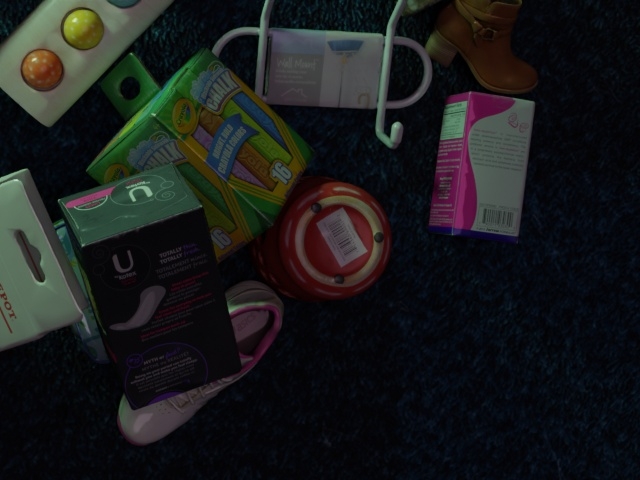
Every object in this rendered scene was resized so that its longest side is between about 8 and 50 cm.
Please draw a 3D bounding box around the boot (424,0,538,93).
[{"bbox_3d":[0.272,-0.310,2.012,0.197,0.152,0.073,17,46,-15],"label":"boot"}]

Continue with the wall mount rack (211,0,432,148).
[{"bbox_3d":[0.023,-0.289,1.928,0.350,0.130,0.304,0,109,-17],"label":"wall mount rack"}]

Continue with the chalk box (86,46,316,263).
[{"bbox_3d":[-0.187,-0.131,1.838,0.289,0.180,0.179,42,44,-14],"label":"chalk box"}]

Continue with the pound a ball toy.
[{"bbox_3d":[-0.368,-0.306,1.800,0.319,0.136,0.208,-44,108,6],"label":"pound a ball toy"}]

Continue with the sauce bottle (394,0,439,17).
[{"bbox_3d":[0.093,-0.508,1.976,0.111,0.111,0.344,-31,101,-13],"label":"sauce bottle"}]

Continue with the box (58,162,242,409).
[{"bbox_3d":[-0.222,0.060,1.741,0.165,0.143,0.270,-19,124,-14],"label":"box"}]

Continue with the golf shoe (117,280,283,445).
[{"bbox_3d":[-0.173,0.178,1.905,0.306,0.140,0.115,-46,104,-8],"label":"golf shoe"}]

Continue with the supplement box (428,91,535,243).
[{"bbox_3d":[0.248,-0.112,2.035,0.111,0.114,0.220,8,91,-16],"label":"supplement box"}]

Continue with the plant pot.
[{"bbox_3d":[0.000,0.000,1.935,0.191,0.174,0.191,-1,93,-14],"label":"plant pot"}]

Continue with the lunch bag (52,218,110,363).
[{"bbox_3d":[-0.291,0.055,1.891,0.176,0.090,0.219,-24,98,-14],"label":"lunch bag"}]

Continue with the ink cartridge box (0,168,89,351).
[{"bbox_3d":[-0.447,0.041,1.722,0.354,0.119,0.207,-17,100,30],"label":"ink cartridge box"}]
